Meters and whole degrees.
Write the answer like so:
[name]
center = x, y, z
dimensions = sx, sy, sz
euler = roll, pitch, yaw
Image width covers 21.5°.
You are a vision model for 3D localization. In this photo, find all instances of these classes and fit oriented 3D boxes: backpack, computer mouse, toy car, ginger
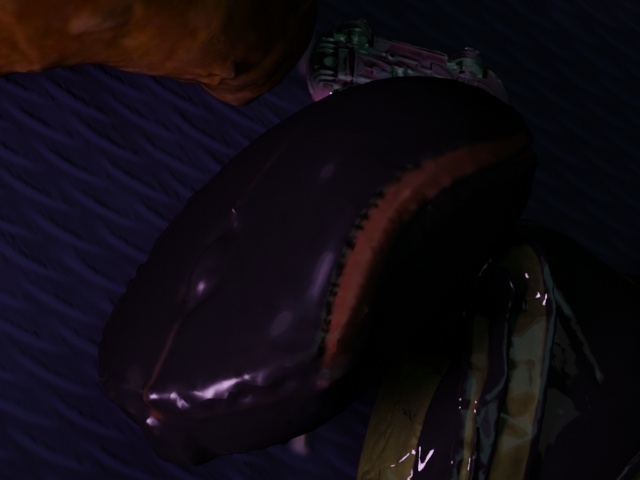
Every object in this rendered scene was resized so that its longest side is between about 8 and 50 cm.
[backpack]
center = 0.129, 0.124, 1.026
dimensions = 0.207, 0.140, 0.253
euler = 34, 65, -15
[computer mouse]
center = -0.002, -0.005, 0.973
dimensions = 0.323, 0.183, 0.116
euler = -45, 121, -38
[toy car]
center = 0.058, -0.099, 1.132
dimensions = 0.142, 0.055, 0.069
euler = 13, 54, -17
[ginger]
center = -0.143, -0.165, 0.964
dimensions = 0.321, 0.172, 0.165
euler = 1, 30, -30

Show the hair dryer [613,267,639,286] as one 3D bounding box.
[hair dryer]
center = 0.195, 0.052, 1.161
dimensions = 0.255, 0.070, 0.128
euler = 6, 67, -23
